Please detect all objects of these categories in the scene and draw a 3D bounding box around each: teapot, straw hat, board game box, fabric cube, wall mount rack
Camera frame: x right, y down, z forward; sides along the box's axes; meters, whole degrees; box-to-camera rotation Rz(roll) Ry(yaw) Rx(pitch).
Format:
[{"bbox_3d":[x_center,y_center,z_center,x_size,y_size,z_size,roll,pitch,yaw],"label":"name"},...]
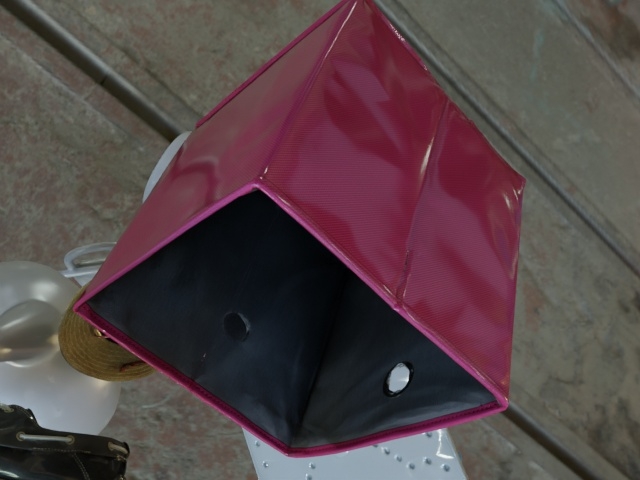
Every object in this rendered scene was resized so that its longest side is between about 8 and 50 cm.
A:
[{"bbox_3d":[-0.363,0.156,0.696,0.187,0.252,0.256,-33,128,-53],"label":"teapot"},{"bbox_3d":[-0.201,0.070,0.646,0.144,0.061,0.144,-19,128,-27],"label":"straw hat"},{"bbox_3d":[0.026,0.294,1.088,0.050,0.390,0.390,1,63,-55],"label":"board game box"},{"bbox_3d":[0.000,0.000,0.565,0.259,0.254,0.258,42,43,-22],"label":"fabric cube"},{"bbox_3d":[-0.278,0.108,1.050,0.304,0.350,0.130,-6,72,-8],"label":"wall mount rack"}]

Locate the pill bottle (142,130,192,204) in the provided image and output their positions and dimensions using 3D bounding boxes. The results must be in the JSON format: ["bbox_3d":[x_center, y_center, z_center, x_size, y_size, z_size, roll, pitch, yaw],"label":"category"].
[{"bbox_3d":[-0.106,-0.036,0.885,0.246,0.136,0.136,29,58,2],"label":"pill bottle"}]

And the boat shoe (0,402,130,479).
[{"bbox_3d":[-0.275,0.177,0.535,0.233,0.084,0.079,25,46,-23],"label":"boat shoe"}]
